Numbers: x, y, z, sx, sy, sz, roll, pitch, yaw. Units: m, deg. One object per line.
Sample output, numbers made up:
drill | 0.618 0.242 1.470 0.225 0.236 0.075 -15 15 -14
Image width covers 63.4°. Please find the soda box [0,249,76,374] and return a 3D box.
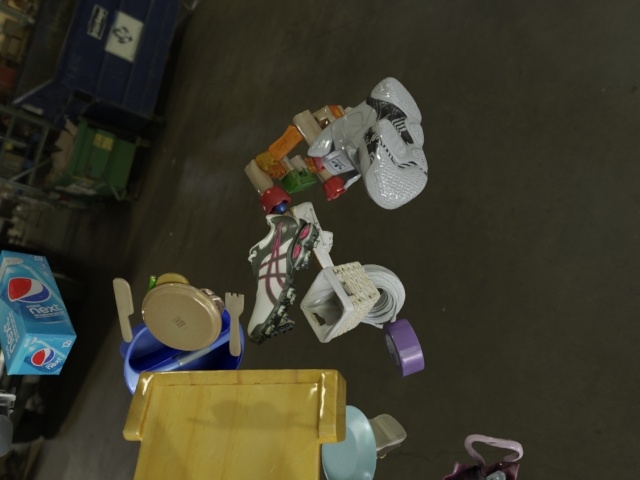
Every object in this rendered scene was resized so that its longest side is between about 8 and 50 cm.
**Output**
soda box | -0.427 0.101 0.757 0.210 0.067 0.071 42 108 41

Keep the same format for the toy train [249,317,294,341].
toy train | -0.131 0.240 1.393 0.158 0.027 0.036 -25 53 30

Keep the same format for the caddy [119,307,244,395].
caddy | -0.374 0.309 1.417 0.179 0.341 0.242 -9 102 55

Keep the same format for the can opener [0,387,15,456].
can opener | -0.476 0.275 0.725 0.283 0.075 0.095 -47 49 46

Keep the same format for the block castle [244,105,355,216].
block castle | 0.023 -0.222 1.554 0.303 0.453 0.213 -37 81 30

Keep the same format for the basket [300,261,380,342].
basket | 0.043 0.136 1.164 0.113 0.103 0.167 58 143 23

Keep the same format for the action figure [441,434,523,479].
action figure | 0.378 0.618 1.279 0.247 0.370 0.276 6 72 29

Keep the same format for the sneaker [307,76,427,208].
sneaker | 0.085 -0.155 0.998 0.210 0.137 0.366 -32 30 33

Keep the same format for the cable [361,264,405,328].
cable | 0.205 0.213 2.044 0.089 0.256 0.257 -87 17 -58

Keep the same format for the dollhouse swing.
dollhouse swing | -0.132 0.388 0.902 0.315 0.346 0.305 71 -163 -69

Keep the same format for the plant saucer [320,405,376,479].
plant saucer | 0.055 0.474 1.165 0.037 0.194 0.195 -19 58 39

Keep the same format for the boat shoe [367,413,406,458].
boat shoe | 0.112 0.526 1.362 0.097 0.324 0.116 -52 54 13

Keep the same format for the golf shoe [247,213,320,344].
golf shoe | -0.098 0.075 1.051 0.105 0.120 0.273 93 -161 -69

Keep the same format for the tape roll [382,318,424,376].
tape roll | 0.287 0.374 1.811 0.189 0.080 0.189 162 90 -84

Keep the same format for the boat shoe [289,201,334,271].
boat shoe | 0.000 0.000 1.679 0.277 0.096 0.098 63 167 2

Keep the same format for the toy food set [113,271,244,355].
toy food set | -0.205 0.108 0.777 0.039 0.191 0.133 -75 -8 -61
